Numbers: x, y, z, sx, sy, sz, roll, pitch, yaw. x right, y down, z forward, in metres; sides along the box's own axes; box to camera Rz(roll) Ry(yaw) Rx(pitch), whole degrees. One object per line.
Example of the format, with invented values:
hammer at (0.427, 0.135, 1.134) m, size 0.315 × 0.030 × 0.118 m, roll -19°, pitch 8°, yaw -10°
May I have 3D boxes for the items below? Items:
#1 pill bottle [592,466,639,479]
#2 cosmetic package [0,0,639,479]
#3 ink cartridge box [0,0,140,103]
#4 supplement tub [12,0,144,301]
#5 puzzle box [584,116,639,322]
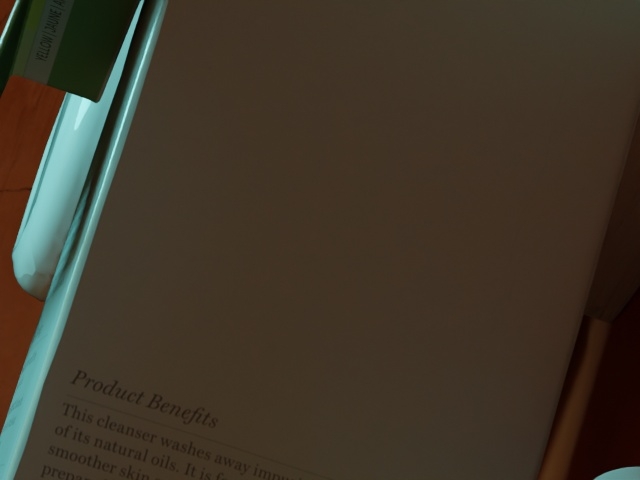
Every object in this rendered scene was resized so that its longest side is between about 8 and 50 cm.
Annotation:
pill bottle at (0.114, 0.139, 0.691) m, size 0.116 × 0.065 × 0.065 m, roll -80°, pitch 14°, yaw -47°
cosmetic package at (0.000, 0.000, 0.854) m, size 0.156 × 0.217 × 0.385 m, roll 145°, pitch 145°, yaw -74°
ink cartridge box at (-0.113, -0.100, 0.883) m, size 0.171 × 0.056 × 0.235 m, roll 130°, pitch 156°, yaw -68°
supplement tub at (-0.028, -0.018, 1.154) m, size 0.191 × 0.272 × 0.191 m, roll -160°, pitch 90°, yaw -80°
puzzle box at (0.201, -0.187, 0.887) m, size 0.272 × 0.052 × 0.409 m, roll -82°, pitch 15°, yaw -46°
